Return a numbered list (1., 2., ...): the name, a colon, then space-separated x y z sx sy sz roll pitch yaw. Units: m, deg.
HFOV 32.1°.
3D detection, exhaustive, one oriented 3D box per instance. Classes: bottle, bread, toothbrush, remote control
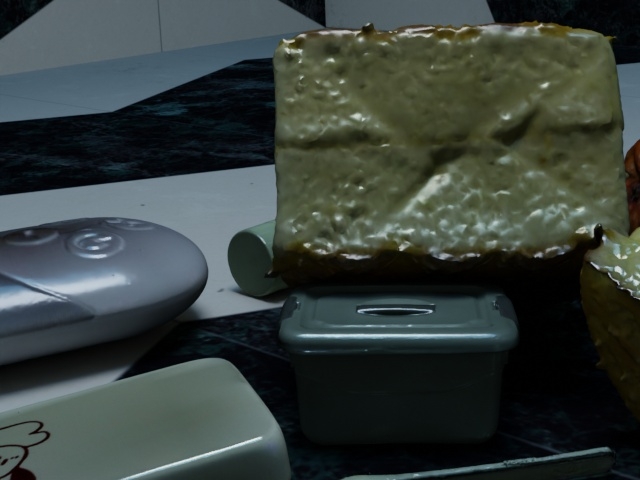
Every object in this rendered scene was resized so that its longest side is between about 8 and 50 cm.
1. bottle: 0.000 0.000 1.158 0.072 0.072 0.201 14 22 42
2. bread: 0.104 -0.054 0.955 0.279 0.207 0.279 -1 -12 6
3. toothbrush: 0.054 0.158 0.704 0.294 0.026 0.028 -8 31 -15
4. bread: 0.278 0.079 0.740 0.143 0.139 0.229 -17 36 -27
5. remote control: -0.262 0.044 0.989 0.332 0.103 0.221 -12 17 -26

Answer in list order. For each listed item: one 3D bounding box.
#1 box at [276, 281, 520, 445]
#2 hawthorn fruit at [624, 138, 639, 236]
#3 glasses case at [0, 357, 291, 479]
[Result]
1. box: 0.056 0.091 0.814 0.172 0.093 0.124 -1 16 4
2. hawthorn fruit: 0.379 -0.031 1.103 0.173 0.173 0.179 11 -5 36
3. glasses case: -0.178 0.153 0.621 0.313 0.070 0.131 -14 20 -17
